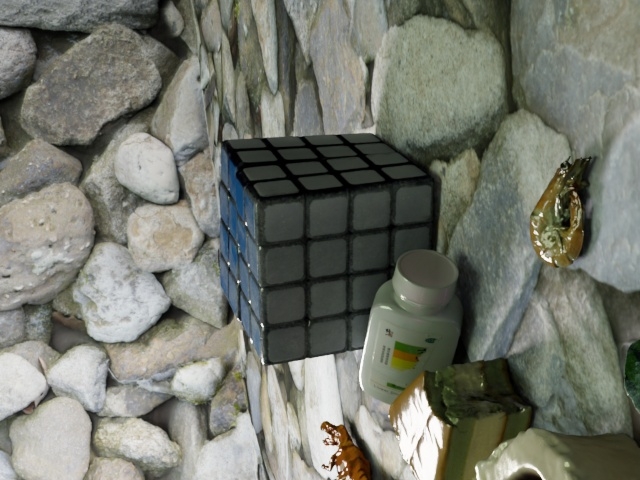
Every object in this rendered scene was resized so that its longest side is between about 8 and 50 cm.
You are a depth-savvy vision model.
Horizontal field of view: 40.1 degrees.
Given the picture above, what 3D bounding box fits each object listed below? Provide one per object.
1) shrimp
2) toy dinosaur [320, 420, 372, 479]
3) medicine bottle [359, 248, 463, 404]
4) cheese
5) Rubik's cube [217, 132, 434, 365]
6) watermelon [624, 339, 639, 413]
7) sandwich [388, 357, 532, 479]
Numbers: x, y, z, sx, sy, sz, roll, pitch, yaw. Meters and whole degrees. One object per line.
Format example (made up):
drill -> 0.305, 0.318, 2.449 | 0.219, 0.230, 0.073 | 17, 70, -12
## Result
shrimp -> 0.323, -0.038, 1.167 | 0.099, 0.041, 0.180 | -115, 26, -43
toy dinosaur -> 0.087, 0.579, 2.053 | 0.432, 0.097, 0.208 | -146, 61, -63
medicine bottle -> 0.163, 0.161, 1.541 | 0.111, 0.161, 0.296 | -67, -11, -53
cheese -> 0.300, 0.405, 1.116 | 0.332, 0.153, 0.292 | 125, 149, -50
Rubik's cube -> 0.000, 0.000, 1.703 | 0.337, 0.344, 0.344 | -128, 35, -59
watermelon -> 0.387, 0.164, 0.989 | 0.080, 0.101, 0.155 | 87, 176, -49
sandwich -> 0.218, 0.272, 1.426 | 0.227, 0.155, 0.198 | -124, 35, -56
